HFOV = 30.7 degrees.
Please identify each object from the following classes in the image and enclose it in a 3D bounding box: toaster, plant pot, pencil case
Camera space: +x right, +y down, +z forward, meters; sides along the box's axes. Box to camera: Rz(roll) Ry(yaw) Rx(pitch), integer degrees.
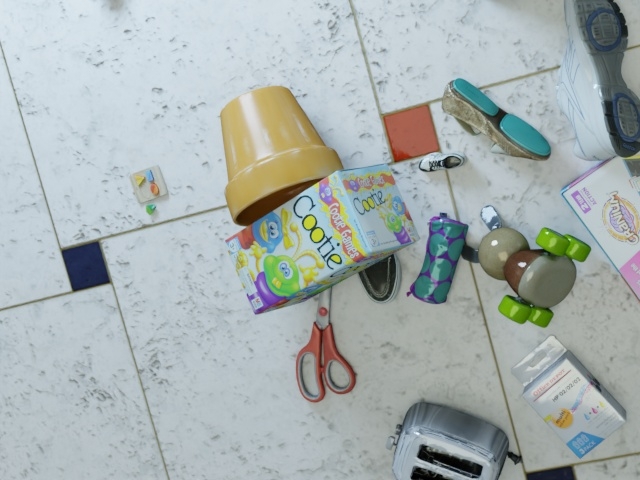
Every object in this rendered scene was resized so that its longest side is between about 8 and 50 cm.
[{"bbox_3d":[0.225,0.371,1.981,0.227,0.146,0.129,19,104,11],"label":"toaster"},{"bbox_3d":[-0.080,-0.149,1.962,0.205,0.205,0.188,-24,77,17],"label":"plant pot"},{"bbox_3d":[0.199,0.032,1.975,0.070,0.064,0.152,13,102,-4],"label":"pencil case"}]

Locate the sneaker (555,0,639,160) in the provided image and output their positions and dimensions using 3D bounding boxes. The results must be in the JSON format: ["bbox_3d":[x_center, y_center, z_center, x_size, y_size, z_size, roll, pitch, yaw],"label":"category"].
[{"bbox_3d":[0.418,-0.264,1.841,0.129,0.111,0.297,-21,73,57],"label":"sneaker"}]

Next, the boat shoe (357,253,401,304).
[{"bbox_3d":[0.085,0.007,1.997,0.077,0.070,0.219,-9,97,16],"label":"boat shoe"}]

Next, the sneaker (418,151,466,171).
[{"bbox_3d":[0.202,-0.133,1.961,0.083,0.037,0.032,-11,98,18],"label":"sneaker"}]

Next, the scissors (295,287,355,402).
[{"bbox_3d":[-0.005,0.143,2.070,0.109,0.021,0.297,-6,99,18],"label":"scissors"}]

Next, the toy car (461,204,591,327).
[{"bbox_3d":[0.319,0.029,1.932,0.188,0.149,0.155,36,105,37],"label":"toy car"}]

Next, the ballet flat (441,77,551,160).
[{"bbox_3d":[0.285,-0.186,1.924,0.206,0.073,0.067,40,134,8],"label":"ballet flat"}]

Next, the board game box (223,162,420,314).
[{"bbox_3d":[0.000,0.000,1.927,0.275,0.144,0.142,-30,79,37],"label":"board game box"}]

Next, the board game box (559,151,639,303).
[{"bbox_3d":[0.581,-0.074,1.855,0.316,0.064,0.242,-36,89,17],"label":"board game box"}]

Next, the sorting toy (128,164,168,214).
[{"bbox_3d":[-0.309,-0.089,2.117,0.062,0.012,0.083,-18,94,17],"label":"sorting toy"}]

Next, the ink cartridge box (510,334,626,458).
[{"bbox_3d":[0.412,0.261,1.957,0.104,0.061,0.181,-44,86,17],"label":"ink cartridge box"}]
